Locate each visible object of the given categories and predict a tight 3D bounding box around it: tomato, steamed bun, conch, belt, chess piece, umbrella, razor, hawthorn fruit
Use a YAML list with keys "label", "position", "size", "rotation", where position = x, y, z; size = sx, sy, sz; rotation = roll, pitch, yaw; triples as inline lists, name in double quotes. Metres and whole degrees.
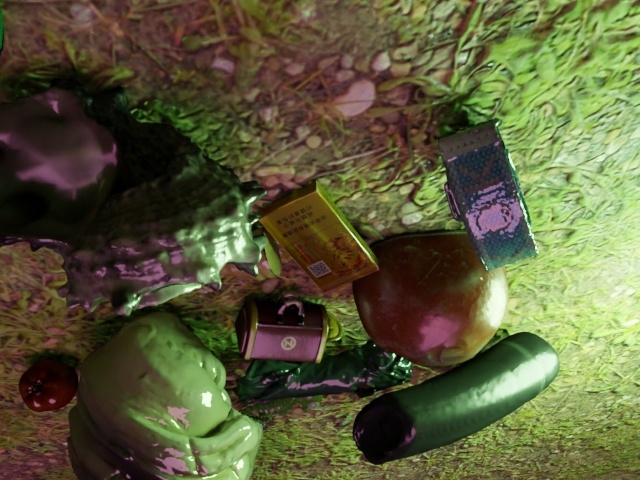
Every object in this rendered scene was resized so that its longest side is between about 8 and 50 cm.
- label: "tomato"
  position: [0.156, 0.091, 0.899]
  size: [0.214, 0.155, 0.180]
  rotation: [-9, 139, 2]
- label: "steamed bun"
  position: [-0.236, 0.280, 0.944]
  size: [0.275, 0.206, 0.320]
  rotation: [-24, 105, 36]
- label: "conch"
  position: [-0.192, -0.018, 0.607]
  size: [0.313, 0.240, 0.186]
  rotation: [19, 120, -19]
- label: "belt"
  position: [0.181, -0.048, 0.725]
  size: [0.082, 0.147, 0.163]
  rotation: [-18, 98, 15]
- label: "chess piece"
  position: [-0.116, 0.025, 0.825]
  size: [0.122, 0.066, 0.066]
  rotation: [-11, 144, 12]
- label: "umbrella"
  position: [-0.022, 0.208, 1.056]
  size: [0.349, 0.094, 0.143]
  rotation: [-9, 149, 1]
- label: "razor"
  position: [0.226, 0.266, 1.087]
  size: [0.349, 0.113, 0.204]
  rotation: [-17, 156, -28]
- label: "hawthorn fruit"
  position: [-0.410, 0.221, 1.009]
  size: [0.081, 0.081, 0.093]
  rotation: [-13, 172, 5]

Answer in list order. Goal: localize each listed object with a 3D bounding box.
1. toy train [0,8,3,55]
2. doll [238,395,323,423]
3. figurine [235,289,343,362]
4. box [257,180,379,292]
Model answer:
- label: "toy train"
  position: [-0.342, -0.146, 0.523]
  size: [0.136, 0.091, 0.228]
  rotation: [11, 139, -41]
- label: "doll"
  position: [-0.068, 0.293, 1.195]
  size: [0.190, 0.050, 0.115]
  rotation: [-21, 135, 17]
- label: "figurine"
  position: [-0.040, 0.116, 0.959]
  size: [0.154, 0.082, 0.098]
  rotation: [5, 121, -19]
- label: "box"
  position: [0.000, 0.000, 0.821]
  size: [0.089, 0.022, 0.156]
  rotation: [-25, 129, 22]
